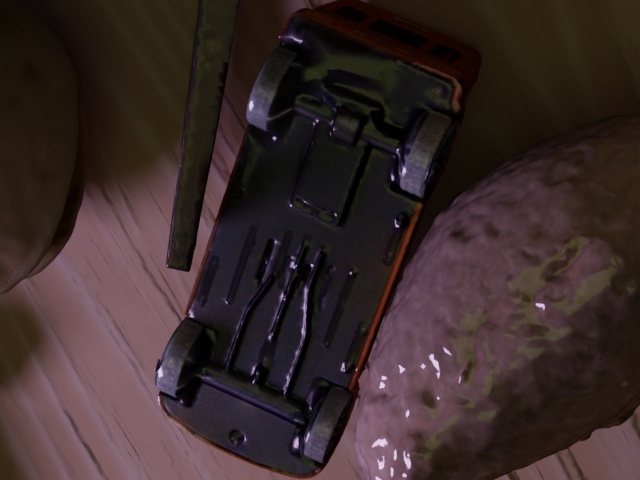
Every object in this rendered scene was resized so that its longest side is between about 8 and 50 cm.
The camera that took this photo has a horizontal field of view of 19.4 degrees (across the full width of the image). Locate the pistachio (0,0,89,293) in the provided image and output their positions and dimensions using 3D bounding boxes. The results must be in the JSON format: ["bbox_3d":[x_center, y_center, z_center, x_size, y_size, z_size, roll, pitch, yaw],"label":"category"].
[{"bbox_3d":[-0.247,-0.077,1.376,0.153,0.138,0.238,8,112,22],"label":"pistachio"}]

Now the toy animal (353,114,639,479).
[{"bbox_3d":[0.168,0.032,1.281,0.358,0.226,0.188,-42,78,19],"label":"toy animal"}]

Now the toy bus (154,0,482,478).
[{"bbox_3d":[0.000,0.000,1.341,0.143,0.153,0.329,23,112,10],"label":"toy bus"}]

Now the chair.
[{"bbox_3d":[-0.158,-0.222,1.247,0.241,0.203,0.416,12,109,-7],"label":"chair"}]
